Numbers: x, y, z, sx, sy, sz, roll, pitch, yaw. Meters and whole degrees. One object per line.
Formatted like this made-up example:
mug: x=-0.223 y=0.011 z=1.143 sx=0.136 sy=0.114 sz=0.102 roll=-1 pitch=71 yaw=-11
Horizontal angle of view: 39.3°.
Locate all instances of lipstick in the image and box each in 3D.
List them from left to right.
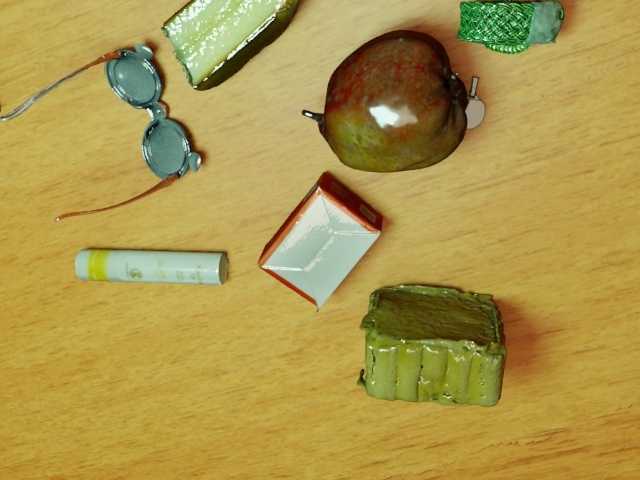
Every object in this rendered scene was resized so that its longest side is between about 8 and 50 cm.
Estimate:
lipstick: x=-0.294 y=0.046 z=1.566 sx=0.264 sy=0.059 sz=0.059 roll=1 pitch=110 yaw=11

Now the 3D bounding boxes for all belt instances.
belt: x=0.272 y=-0.307 z=1.294 sx=0.151 sy=0.121 sz=0.079 roll=-3 pitch=107 yaw=-7

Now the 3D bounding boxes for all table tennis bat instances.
table tennis bat: x=0.234 y=-0.214 z=1.396 sx=0.050 sy=0.007 sz=0.083 roll=12 pitch=114 yaw=7

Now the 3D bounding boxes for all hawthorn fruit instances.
hawthorn fruit: x=0.089 y=-0.201 z=1.336 sx=0.248 sy=0.208 sz=0.208 roll=-8 pitch=109 yaw=28

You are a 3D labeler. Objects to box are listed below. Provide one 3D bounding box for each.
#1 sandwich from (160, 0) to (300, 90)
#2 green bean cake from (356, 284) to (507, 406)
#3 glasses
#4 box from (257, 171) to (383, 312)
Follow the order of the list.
sandwich: x=-0.117 y=-0.343 z=1.356 sx=0.236 sy=0.128 sz=0.122 roll=-33 pitch=97 yaw=19
green bean cake: x=0.176 y=0.168 z=1.433 sx=0.224 sy=0.229 sz=0.131 roll=3 pitch=112 yaw=6
glasses: x=-0.328 y=-0.160 z=1.392 sx=0.118 sy=0.268 sz=0.234 roll=-11 pitch=110 yaw=34
box: x=0.000 y=0.000 z=1.473 sx=0.133 sy=0.099 sz=0.182 roll=35 pitch=111 yaw=-6
